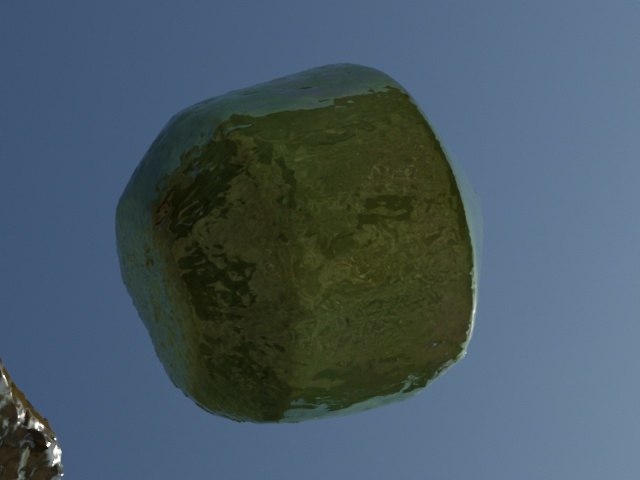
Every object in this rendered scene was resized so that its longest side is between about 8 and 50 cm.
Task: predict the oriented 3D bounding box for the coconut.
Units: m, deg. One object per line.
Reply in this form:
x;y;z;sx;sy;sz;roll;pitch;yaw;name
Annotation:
0.000;0.000;1.052;0.328;0.328;0.281;-11;-57;-19;coconut

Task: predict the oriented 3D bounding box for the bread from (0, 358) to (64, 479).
-0.286;0.104;0.731;0.246;0.195;0.176;32;-112;34;bread
